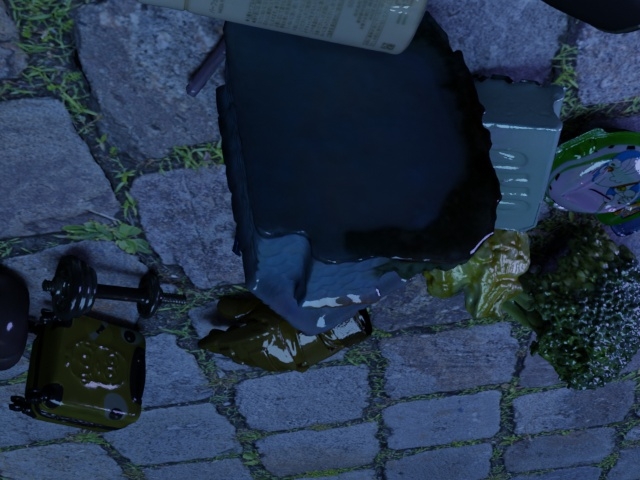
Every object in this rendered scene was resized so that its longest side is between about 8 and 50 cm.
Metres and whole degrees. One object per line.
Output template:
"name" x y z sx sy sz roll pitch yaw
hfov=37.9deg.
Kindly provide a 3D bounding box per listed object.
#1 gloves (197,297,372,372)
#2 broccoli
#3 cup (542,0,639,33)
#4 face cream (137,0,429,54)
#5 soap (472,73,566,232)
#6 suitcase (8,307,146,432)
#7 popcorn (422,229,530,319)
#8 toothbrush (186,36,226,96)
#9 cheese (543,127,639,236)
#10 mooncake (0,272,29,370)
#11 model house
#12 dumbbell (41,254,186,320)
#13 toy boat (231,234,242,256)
"gloves" -0.074 0.172 1.725 0.331 0.141 0.154 -15 147 14
"broccoli" 0.451 0.099 1.654 0.249 0.302 0.375 -43 165 15
"cup" 0.322 -0.340 1.004 0.177 0.169 0.223 21 108 -41
"face cream" -0.053 -0.302 1.014 0.349 0.081 0.173 9 141 -9
"soap" 0.256 -0.116 1.347 0.150 0.094 0.261 10 148 10
"suitcase" -0.446 0.248 1.735 0.235 0.193 0.143 23 145 -37
"popcorn" 0.244 0.027 1.532 0.188 0.185 0.167 19 102 -8
"toothbrush" -0.078 -0.288 1.121 0.029 0.024 0.354 21 139 -27
"cheese" 0.463 -0.085 1.471 0.204 0.083 0.320 -25 141 26
"mooncake" -0.617 0.142 1.598 0.245 0.133 0.245 -3 156 -1
"model house" 0.020 -0.052 1.193 0.298 0.360 0.339 -5 152 -16
"dumbbell" -0.348 0.091 1.596 0.255 0.110 0.110 10 144 -32
"toy boat" -0.124 -0.003 1.541 0.038 0.038 0.083 2 146 -13
